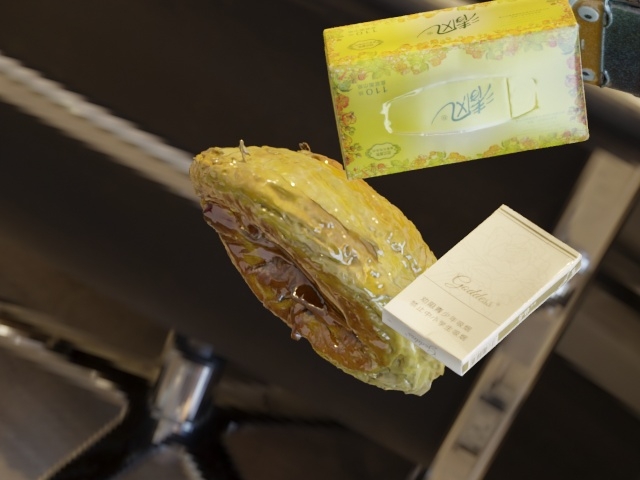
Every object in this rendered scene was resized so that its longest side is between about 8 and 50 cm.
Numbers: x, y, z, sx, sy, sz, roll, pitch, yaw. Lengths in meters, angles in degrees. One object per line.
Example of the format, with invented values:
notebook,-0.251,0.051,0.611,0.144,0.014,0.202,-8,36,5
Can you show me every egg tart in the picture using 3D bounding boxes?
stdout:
egg tart,0.000,0.000,2.099,0.153,0.339,0.351,-46,36,-17

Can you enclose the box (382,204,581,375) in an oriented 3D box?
box,0.168,0.049,1.921,0.109,0.029,0.198,35,56,27

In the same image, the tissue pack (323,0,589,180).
tissue pack,0.096,-0.109,1.313,0.176,0.095,0.062,-8,32,2

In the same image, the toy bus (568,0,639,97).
toy bus,0.299,-0.257,1.580,0.167,0.138,0.275,18,62,17
